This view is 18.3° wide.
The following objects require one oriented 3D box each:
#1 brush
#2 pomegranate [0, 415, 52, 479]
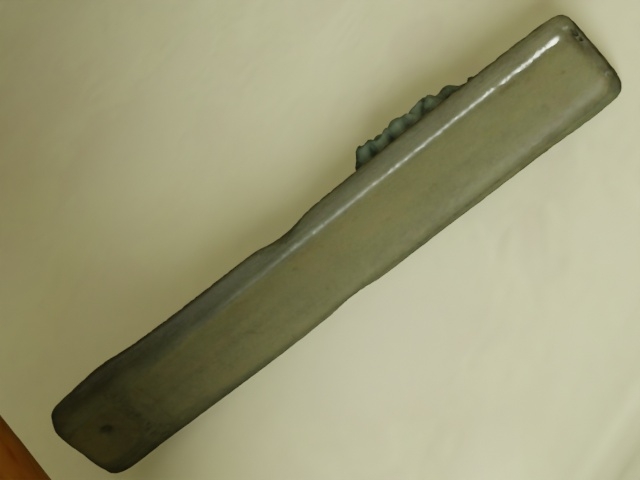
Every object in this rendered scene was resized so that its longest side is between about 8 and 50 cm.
[{"bbox_3d":[0.000,0.000,0.564,0.190,0.034,0.027,-39,34,15],"label":"brush"},{"bbox_3d":[-0.205,0.162,0.400,0.410,0.410,0.410,-23,49,29],"label":"pomegranate"}]
